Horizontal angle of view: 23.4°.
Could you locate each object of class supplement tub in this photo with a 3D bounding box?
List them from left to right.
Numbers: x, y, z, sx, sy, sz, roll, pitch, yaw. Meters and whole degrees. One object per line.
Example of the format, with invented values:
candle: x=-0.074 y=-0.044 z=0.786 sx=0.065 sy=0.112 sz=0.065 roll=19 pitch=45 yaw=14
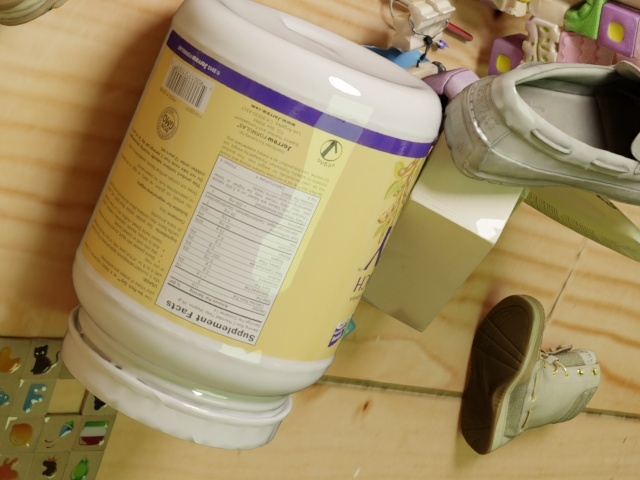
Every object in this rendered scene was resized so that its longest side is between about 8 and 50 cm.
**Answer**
supplement tub: x=-0.065 y=-0.017 z=1.305 sx=0.241 sy=0.241 sz=0.331 roll=11 pitch=109 yaw=-43

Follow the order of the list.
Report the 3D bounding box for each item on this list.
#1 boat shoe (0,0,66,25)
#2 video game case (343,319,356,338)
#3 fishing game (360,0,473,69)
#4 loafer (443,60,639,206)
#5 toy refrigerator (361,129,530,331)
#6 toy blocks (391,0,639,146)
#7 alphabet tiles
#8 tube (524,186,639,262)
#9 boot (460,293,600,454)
boat shoe: x=-0.149 y=-0.304 z=1.163 sx=0.341 sy=0.121 sz=0.110 roll=-46 pitch=173 yaw=-3
video game case: x=-0.048 y=0.106 z=1.560 sx=0.166 sy=0.015 sz=0.119 roll=-42 pitch=135 yaw=-11
fishing game: x=0.050 y=-0.105 z=1.491 sx=0.189 sy=0.041 sz=0.264 roll=21 pitch=101 yaw=-48
loafer: x=0.257 y=-0.095 z=1.316 sx=0.319 sy=0.112 sz=0.111 roll=-2 pitch=159 yaw=-31
toy refrigerator: x=0.114 y=-0.010 z=1.446 sx=0.102 sy=0.094 sz=0.269 roll=-61 pitch=179 yaw=-23
toy blocks: x=0.265 y=-0.218 z=1.412 sx=0.309 sy=0.260 sz=0.289 roll=-23 pitch=130 yaw=-38
alphabet tiles: x=-0.291 y=0.176 z=1.407 sx=0.237 sy=0.009 sz=0.198 roll=5 pitch=113 yaw=-41
tube: x=0.260 y=-0.037 z=1.562 sx=0.070 sy=0.240 sz=0.062 roll=-18 pitch=128 yaw=-30
boot: x=0.256 y=0.140 z=1.789 sx=0.165 sy=0.077 sz=0.213 roll=-12 pitch=128 yaw=-33
